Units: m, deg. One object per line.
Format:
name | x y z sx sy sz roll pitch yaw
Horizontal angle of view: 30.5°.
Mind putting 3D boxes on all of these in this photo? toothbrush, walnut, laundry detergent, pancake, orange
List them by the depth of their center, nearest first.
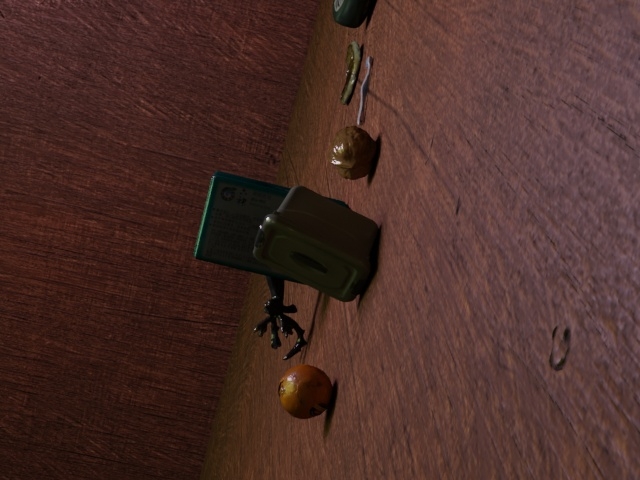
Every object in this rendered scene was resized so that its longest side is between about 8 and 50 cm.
orange | -0.022 0.224 1.751 0.083 0.084 0.083 -167 90 -83
walnut | 0.051 -0.140 1.882 0.096 0.083 0.079 -90 -14 -58
toothbrush | 0.082 -0.274 2.143 0.017 0.014 0.162 -45 29 50
laundry detergent | 0.086 -0.541 2.349 0.221 0.078 0.144 111 174 -52
pancake | 0.062 -0.344 2.401 0.116 0.023 0.129 122 156 -70

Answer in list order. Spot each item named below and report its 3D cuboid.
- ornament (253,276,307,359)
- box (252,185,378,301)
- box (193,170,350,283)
ornament | -0.055 0.098 2.200 0.202 0.080 0.236 -11 -80 -59
box | 0.000 0.000 1.696 0.092 0.172 0.124 -63 -1 -33
box | -0.085 -0.019 2.045 0.092 0.245 0.153 -107 32 -81
